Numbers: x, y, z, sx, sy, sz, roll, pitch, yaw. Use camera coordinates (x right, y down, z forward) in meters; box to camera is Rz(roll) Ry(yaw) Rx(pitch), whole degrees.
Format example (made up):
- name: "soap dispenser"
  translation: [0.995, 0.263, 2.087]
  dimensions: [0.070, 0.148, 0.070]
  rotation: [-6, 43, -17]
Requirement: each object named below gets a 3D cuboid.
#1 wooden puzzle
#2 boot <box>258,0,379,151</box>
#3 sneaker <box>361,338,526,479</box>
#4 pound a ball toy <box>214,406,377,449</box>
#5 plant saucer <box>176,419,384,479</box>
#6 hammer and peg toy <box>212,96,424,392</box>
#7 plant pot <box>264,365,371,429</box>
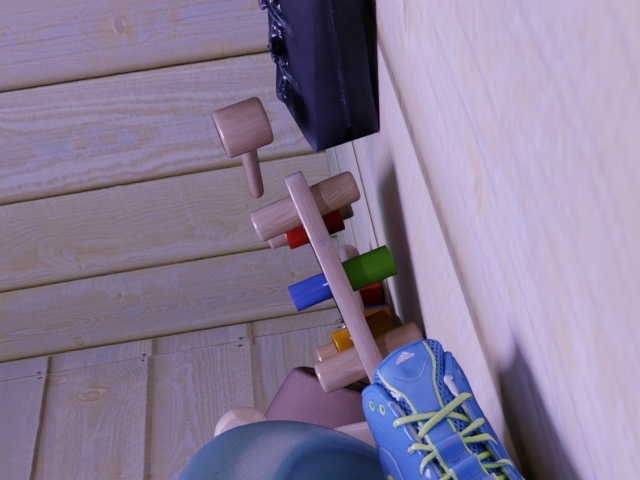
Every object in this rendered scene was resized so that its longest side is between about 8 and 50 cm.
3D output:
- name: "wooden puzzle"
  translation: [0.093, 0.203, 1.260]
  dimensions: [0.348, 0.080, 0.322]
  rotation: [-86, -13, -72]
- name: "boot"
  translation: [-0.027, -0.372, 0.817]
  dimensions: [0.445, 0.146, 0.367]
  rotation: [73, -172, -56]
- name: "sneaker"
  translation: [0.060, 0.124, 0.374]
  dimensions: [0.126, 0.091, 0.240]
  rotation: [60, 180, 1]
- name: "pound a ball toy"
  translation: [0.040, 0.279, 0.631]
  dimensions: [0.136, 0.208, 0.319]
  rotation: [124, 135, -89]
- name: "plant saucer"
  translation: [0.046, 0.228, 0.394]
  dimensions: [0.317, 0.043, 0.318]
  rotation: [43, -159, -20]
- name: "hammer and peg toy"
  translation: [0.000, 0.000, 0.908]
  dimensions: [0.266, 0.127, 0.362]
  rotation: [83, 163, -86]
- name: "plant pot"
  translation: [0.003, 0.298, 0.971]
  dimensions: [0.263, 0.262, 0.229]
  rotation: [88, -160, -87]
